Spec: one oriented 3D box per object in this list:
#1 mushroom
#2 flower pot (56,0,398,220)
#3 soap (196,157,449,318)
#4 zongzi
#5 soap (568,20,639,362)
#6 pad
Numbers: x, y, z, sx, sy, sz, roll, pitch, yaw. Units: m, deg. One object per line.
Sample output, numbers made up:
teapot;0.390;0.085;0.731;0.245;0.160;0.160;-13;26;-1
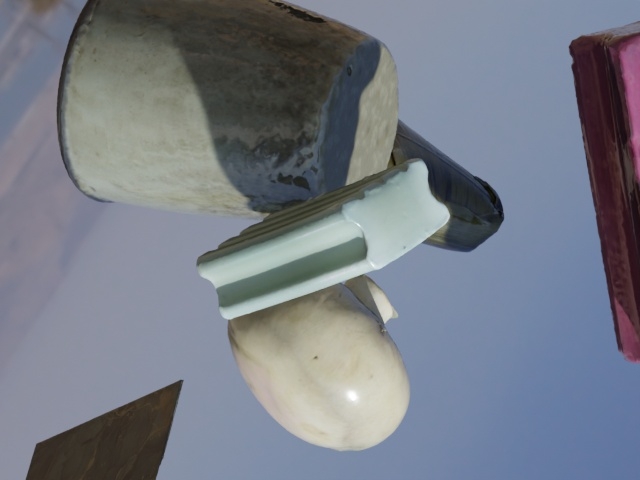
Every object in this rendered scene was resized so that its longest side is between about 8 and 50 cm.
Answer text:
mushroom;0.007;0.126;2.069;0.202;0.246;0.246;-48;-178;-24
flower pot;-0.098;-0.152;2.027;0.293;0.330;0.294;-43;141;-49
soap;0.000;0.000;1.497;0.198;0.067;0.119;-20;-172;45
zongzi;0.117;-0.132;2.577;0.138;0.286;0.300;-50;-140;40
soap;0.410;-0.058;1.812;0.233;0.360;0.128;-13;-170;-16
pad;-0.308;0.331;2.241;0.367;0.007;0.248;-25;-136;47
